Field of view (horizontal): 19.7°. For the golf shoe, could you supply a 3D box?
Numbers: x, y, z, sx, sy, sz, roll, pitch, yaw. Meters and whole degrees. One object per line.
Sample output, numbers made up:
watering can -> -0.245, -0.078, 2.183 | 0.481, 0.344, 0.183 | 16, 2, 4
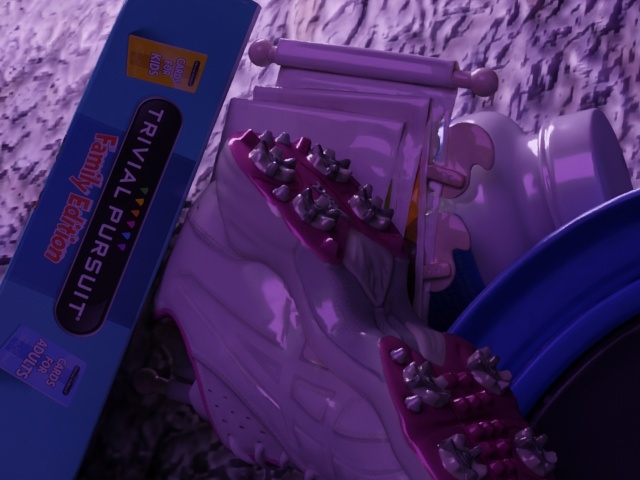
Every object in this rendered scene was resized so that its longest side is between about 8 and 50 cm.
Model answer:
golf shoe -> 0.014, 0.085, 0.943 | 0.140, 0.115, 0.306 | -48, 54, 24

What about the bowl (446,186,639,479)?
bowl -> 0.193, 0.149, 0.890 | 0.391, 0.077, 0.391 | -21, 52, 29

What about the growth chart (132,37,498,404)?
growth chart -> 0.000, 0.000, 1.030 | 0.172, 0.021, 0.237 | 19, 94, 21

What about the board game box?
board game box -> -0.151, 0.035, 1.105 | 0.079, 0.254, 0.336 | 23, 64, -8

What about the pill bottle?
pill bottle -> 0.068, -0.005, 1.081 | 0.221, 0.124, 0.124 | -14, 52, 21
